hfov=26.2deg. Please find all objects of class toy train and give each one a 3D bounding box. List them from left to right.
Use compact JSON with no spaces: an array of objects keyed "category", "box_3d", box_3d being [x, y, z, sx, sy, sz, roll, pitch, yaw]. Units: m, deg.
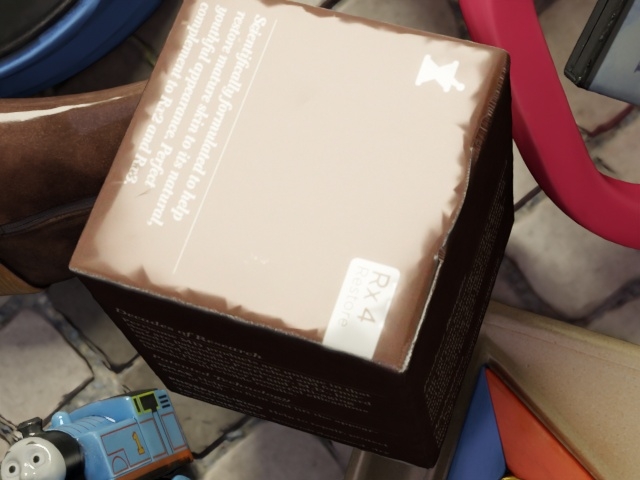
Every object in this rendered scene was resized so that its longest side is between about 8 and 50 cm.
[{"category":"toy train","box_3d":[-0.132,0.149,0.820,0.080,0.184,0.105,-25,84,15]}]

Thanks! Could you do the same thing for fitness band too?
[{"category":"fitness band","box_3d":[0.182,-0.124,0.712,0.209,0.054,0.290,-30,125,-1]}]

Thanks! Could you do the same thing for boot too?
[{"category":"boot","box_3d":[-0.182,-0.066,0.789,0.207,0.090,0.248,-18,139,10]}]

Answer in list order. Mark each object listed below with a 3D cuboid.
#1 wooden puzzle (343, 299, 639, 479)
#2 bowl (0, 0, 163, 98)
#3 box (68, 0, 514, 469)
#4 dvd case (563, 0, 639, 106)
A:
[{"category":"wooden puzzle","box_3d":[0.168,0.223,0.789,0.348,0.080,0.322,17,88,6]},{"category":"bowl","box_3d":[-0.250,-0.268,0.817,0.391,0.077,0.391,2,101,10]},{"category":"box","box_3d":[0.000,0.000,0.720,0.167,0.203,0.168,16,71,15]},{"category":"dvd case","box_3d":[0.264,-0.128,0.692,0.253,0.022,0.180,13,115,-26]}]
